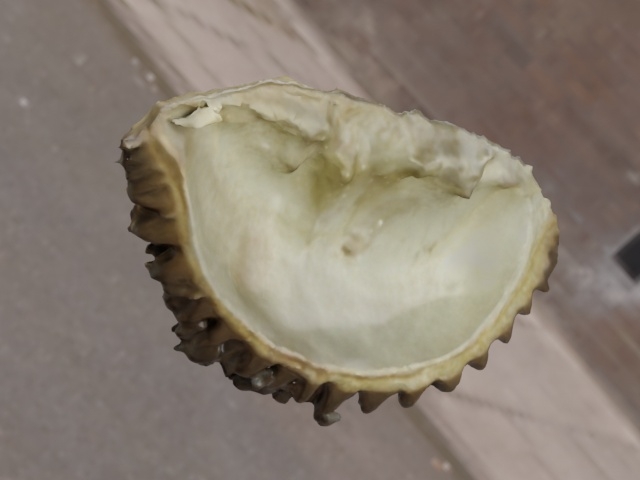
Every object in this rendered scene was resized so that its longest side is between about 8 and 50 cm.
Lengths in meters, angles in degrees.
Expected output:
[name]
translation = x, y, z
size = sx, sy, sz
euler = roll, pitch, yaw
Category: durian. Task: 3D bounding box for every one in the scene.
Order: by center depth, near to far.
[durian]
translation = 0.005, 0.005, 0.412
size = 0.130, 0.066, 0.052
euler = 12, 42, -36
